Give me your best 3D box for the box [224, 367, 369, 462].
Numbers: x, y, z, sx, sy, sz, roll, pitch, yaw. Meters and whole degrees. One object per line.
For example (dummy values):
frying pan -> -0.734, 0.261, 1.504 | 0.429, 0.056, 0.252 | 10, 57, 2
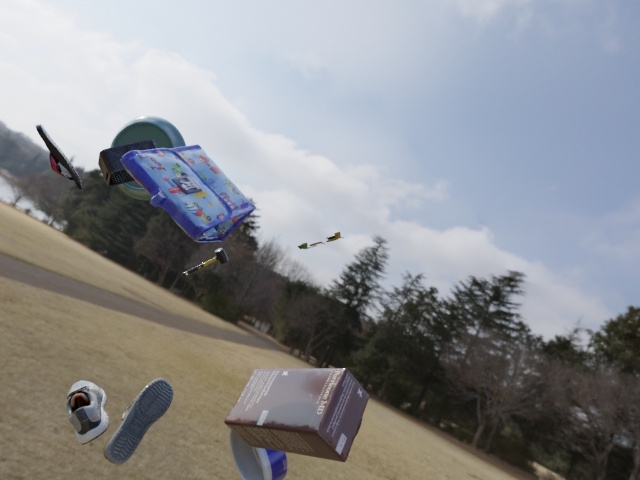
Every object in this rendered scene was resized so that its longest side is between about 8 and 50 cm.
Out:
box -> -0.073, 0.474, 1.230 | 0.381, 0.191, 0.143 | -14, -58, 39

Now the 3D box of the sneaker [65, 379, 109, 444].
sneaker -> -0.670, 0.456, 1.251 | 0.271, 0.100, 0.108 | 15, -53, 54

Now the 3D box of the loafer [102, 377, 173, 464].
loafer -> -0.496, 0.477, 1.185 | 0.087, 0.251, 0.094 | -26, -73, 33

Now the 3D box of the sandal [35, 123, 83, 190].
sandal -> -0.641, -0.196, 1.071 | 0.067, 0.040, 0.179 | 40, -22, 48

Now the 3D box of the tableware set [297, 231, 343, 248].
tableware set -> 0.000, 0.000, 1.512 | 0.153, 0.024, 0.104 | -17, -4, 15

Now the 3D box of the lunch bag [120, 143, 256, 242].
lunch bag -> -0.304, -0.100, 0.992 | 0.221, 0.138, 0.293 | 48, 12, 0

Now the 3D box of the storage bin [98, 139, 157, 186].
storage bin -> -0.632, -0.259, 1.472 | 0.122, 0.180, 0.085 | -31, -97, 56

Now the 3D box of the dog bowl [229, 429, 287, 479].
dog bowl -> -0.242, 0.810, 1.687 | 0.104, 0.265, 0.264 | -13, 20, -39

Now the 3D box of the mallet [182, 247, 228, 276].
mallet -> -0.468, 0.105, 1.807 | 0.062, 0.189, 0.039 | 61, -12, -24

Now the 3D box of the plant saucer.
plant saucer -> -0.651, -0.310, 1.636 | 0.317, 0.318, 0.043 | 27, 3, 8
